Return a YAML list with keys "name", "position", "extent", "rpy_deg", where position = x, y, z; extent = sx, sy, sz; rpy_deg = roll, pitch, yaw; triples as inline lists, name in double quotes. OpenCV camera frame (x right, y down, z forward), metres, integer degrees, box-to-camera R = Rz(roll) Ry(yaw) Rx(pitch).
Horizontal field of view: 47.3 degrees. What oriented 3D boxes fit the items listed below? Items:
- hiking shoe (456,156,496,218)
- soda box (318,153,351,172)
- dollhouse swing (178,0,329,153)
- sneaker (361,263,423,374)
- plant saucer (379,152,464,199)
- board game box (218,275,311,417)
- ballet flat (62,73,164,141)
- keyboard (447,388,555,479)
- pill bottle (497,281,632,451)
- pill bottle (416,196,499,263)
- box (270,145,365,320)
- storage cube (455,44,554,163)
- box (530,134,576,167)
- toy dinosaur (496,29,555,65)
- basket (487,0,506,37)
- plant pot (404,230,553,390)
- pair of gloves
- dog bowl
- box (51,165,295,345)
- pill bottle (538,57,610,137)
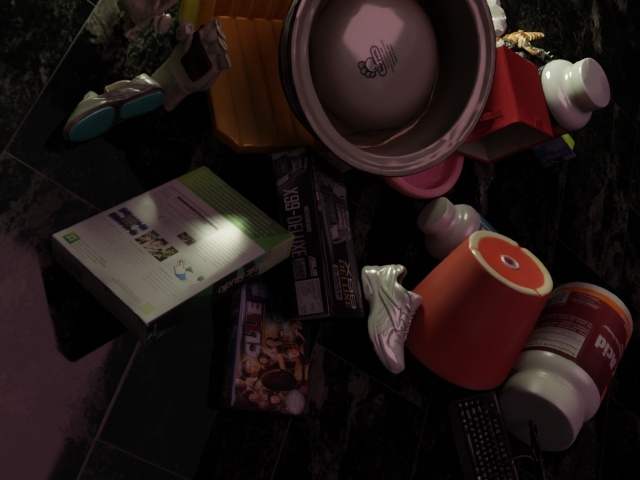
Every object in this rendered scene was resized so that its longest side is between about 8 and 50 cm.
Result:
- name: "hiking shoe"
  position: [0.404, -0.151, 1.832]
  extent: [0.114, 0.086, 0.227]
  rpy_deg: [10, 70, -34]
- name: "soda box"
  position: [0.023, -0.283, 1.550]
  extent: [0.098, 0.091, 0.286]
  rpy_deg: [20, 65, -33]
- name: "dollhouse swing"
  position: [-0.051, -0.374, 1.336]
  extent: [0.347, 0.315, 0.305]
  rpy_deg: [-2, 53, -24]
- name: "sneaker"
  position: [0.153, 0.149, 1.471]
  extent: [0.090, 0.115, 0.232]
  rpy_deg: [39, 39, -66]
- name: "plant saucer"
  position: [0.196, -0.251, 1.690]
  extent: [0.332, 0.084, 0.332]
  rpy_deg: [12, 70, -38]
- name: "board game box"
  position: [-0.096, 0.194, 1.346]
  extent: [0.165, 0.042, 0.243]
  rpy_deg: [17, 67, -35]
- name: "ballet flat"
  position: [-0.362, -0.230, 1.244]
  extent: [0.068, 0.072, 0.213]
  rpy_deg: [44, 48, 13]
- name: "keyboard"
  position: [0.413, 0.490, 1.622]
  extent: [0.201, 0.033, 0.317]
  rpy_deg: [-14, 87, -4]
- name: "pill bottle"
  position: [0.587, 0.299, 1.762]
  extent: [0.224, 0.224, 0.392]
  rpy_deg: [55, 51, -13]
- name: "pill bottle"
  position: [0.342, 0.016, 1.693]
  extent: [0.264, 0.146, 0.146]
  rpy_deg: [41, 55, -24]
- name: "box"
  position: [0.000, 0.000, 1.385]
  extent: [0.242, 0.076, 0.307]
  rpy_deg: [23, 58, -71]
- name: "storage cube"
  position: [0.409, -0.313, 1.712]
  extent: [0.215, 0.183, 0.193]
  rpy_deg: [10, 67, -47]
- name: "box"
  position: [0.626, -0.293, 2.041]
  extent: [0.178, 0.109, 0.042]
  rpy_deg: [46, 51, -20]
- name: "toy dinosaur"
  position: [0.557, -0.508, 2.031]
  extent: [0.218, 0.164, 0.322]
  rpy_deg: [46, 74, -1]
- name: "basket"
  position: [0.198, -0.580, 1.666]
  extent: [0.328, 0.266, 0.331]
  rpy_deg: [-8, 82, -41]
- name: "plant pot"
  position: [0.332, 0.131, 1.517]
  extent: [0.275, 0.243, 0.275]
  rpy_deg: [21, 32, -13]
- name: "pair of gloves"
  position: [-0.261, -0.367, 1.265]
  extent: [0.042, 0.204, 0.240]
  rpy_deg: [-29, 97, -54]
- name: "dog bowl"
  position: [0.105, -0.324, 1.303]
  extent: [0.408, 0.150, 0.408]
  rpy_deg: [-6, 104, -24]
- name: "box"
  position: [-0.233, 0.010, 1.195]
  extent: [0.232, 0.058, 0.322]
  rpy_deg: [38, 47, 22]
- name: "pill bottle"
  position: [0.553, -0.339, 1.852]
  extent: [0.181, 0.323, 0.181]
  rpy_deg: [12, 70, -37]
